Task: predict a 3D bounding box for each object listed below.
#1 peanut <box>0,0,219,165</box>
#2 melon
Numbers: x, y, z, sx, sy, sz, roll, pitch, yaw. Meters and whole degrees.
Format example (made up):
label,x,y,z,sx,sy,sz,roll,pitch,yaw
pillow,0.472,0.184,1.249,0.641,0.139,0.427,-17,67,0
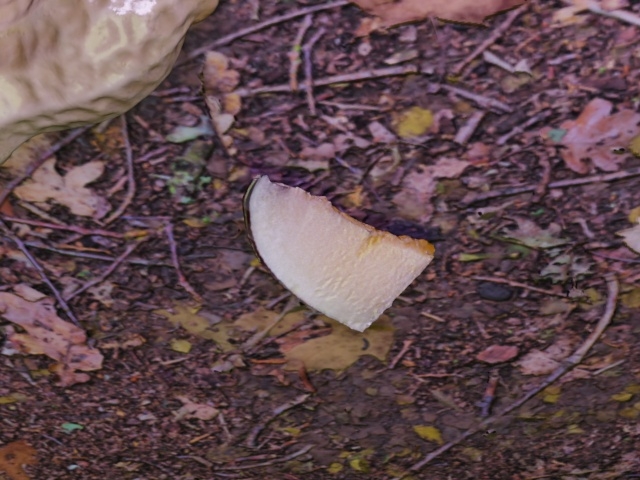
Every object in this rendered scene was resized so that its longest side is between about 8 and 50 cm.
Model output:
label,x,y,z,sx,sy,sz,roll,pitch,yaw
peanut,-0.200,-0.128,0.906,0.298,0.120,0.136,-21,142,22
melon,-0.003,0.005,1.130,0.182,0.054,0.098,23,131,-27
